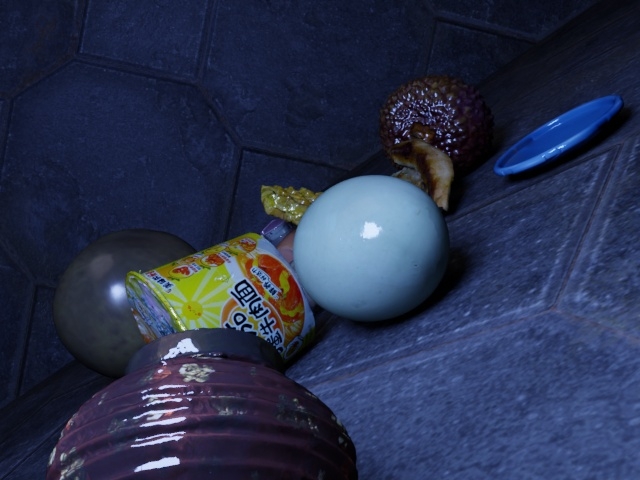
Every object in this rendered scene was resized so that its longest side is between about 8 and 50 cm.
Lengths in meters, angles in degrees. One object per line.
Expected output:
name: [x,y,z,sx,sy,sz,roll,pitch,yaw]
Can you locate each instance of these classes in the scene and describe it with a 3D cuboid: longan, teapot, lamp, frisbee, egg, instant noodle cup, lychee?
longan: [-0.418,0.135,1.618,0.361,0.360,0.361,-33,9,6]
teapot: [-0.085,0.021,1.675,0.148,0.146,0.116,-31,9,18]
lamp: [-0.090,0.196,0.563,0.247,0.247,0.247,-33,9,6]
frisbee: [0.415,-0.172,1.251,0.242,0.045,0.242,-34,9,6]
egg: [0.067,0.012,1.006,0.203,0.203,0.283,-38,3,-23]
instant noodle cup: [-0.146,0.119,1.097,0.200,0.264,0.264,-29,6,-26]
lychee: [0.270,-0.250,1.605,0.271,0.271,0.271,-33,9,6]

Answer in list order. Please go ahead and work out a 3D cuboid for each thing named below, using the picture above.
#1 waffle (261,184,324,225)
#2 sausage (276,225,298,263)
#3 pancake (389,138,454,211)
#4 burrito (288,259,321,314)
waffle: [-0.010,-0.059,1.440,0.249,0.253,0.056,-36,-37,-72]
sausage: [0.000,0.000,1.566,0.121,0.121,0.304,-28,10,35]
pancake: [0.188,-0.120,1.429,0.257,0.056,0.212,-16,55,57]
burrito: [-0.081,0.117,1.302,0.299,0.105,0.143,-34,13,-13]
